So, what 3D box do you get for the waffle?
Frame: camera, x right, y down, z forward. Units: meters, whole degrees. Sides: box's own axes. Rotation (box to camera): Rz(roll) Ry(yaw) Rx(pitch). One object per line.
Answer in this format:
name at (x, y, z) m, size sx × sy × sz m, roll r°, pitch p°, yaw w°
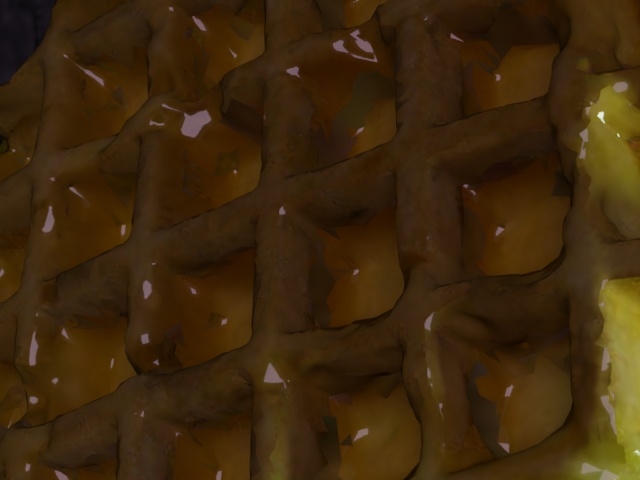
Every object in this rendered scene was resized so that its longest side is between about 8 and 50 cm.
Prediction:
waffle at (-0.007, 0.009, 0.481) m, size 0.329 × 0.062 × 0.329 m, roll -19°, pitch 57°, yaw 31°
